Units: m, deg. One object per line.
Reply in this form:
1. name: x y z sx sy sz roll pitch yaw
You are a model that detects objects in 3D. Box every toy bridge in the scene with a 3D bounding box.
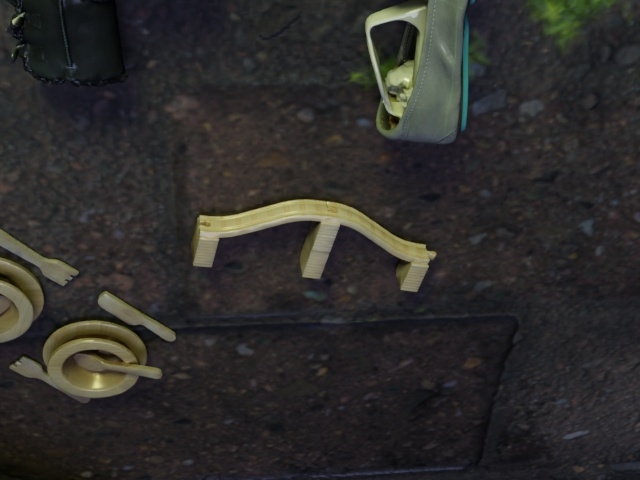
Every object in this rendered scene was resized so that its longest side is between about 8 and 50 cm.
1. toy bridge: 0.000 0.000 0.706 0.188 0.026 0.063 7 131 -14

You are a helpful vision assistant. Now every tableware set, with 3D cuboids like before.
1. tableware set: -0.223 0.079 0.741 0.128 0.039 0.194 -36 128 24

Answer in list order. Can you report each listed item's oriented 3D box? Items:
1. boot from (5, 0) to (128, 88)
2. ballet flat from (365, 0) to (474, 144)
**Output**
1. boot: -0.126 -0.137 0.546 0.121 0.045 0.099 6 130 -4
2. ballet flat: 0.061 -0.144 0.548 0.068 0.072 0.213 -1 134 -1
